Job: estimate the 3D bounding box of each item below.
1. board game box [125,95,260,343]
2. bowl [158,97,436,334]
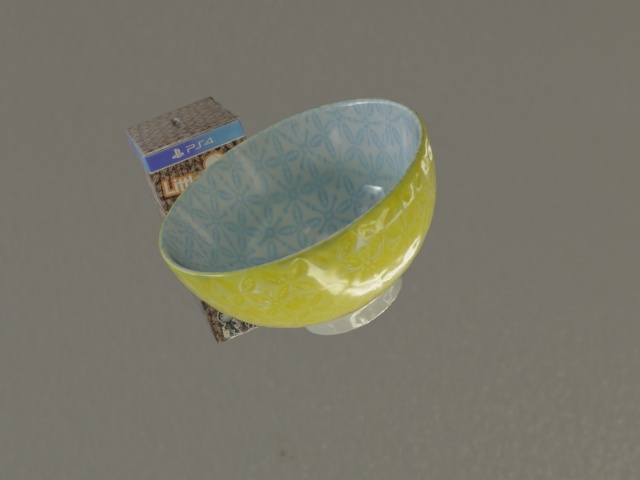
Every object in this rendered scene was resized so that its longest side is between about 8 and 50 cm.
[{"bbox_3d":[-0.151,-0.036,1.953,0.141,0.291,0.232,-23,-163,-8],"label":"board game box"},{"bbox_3d":[0.000,0.000,1.370,0.289,0.156,0.289,-22,-150,13],"label":"bowl"}]
